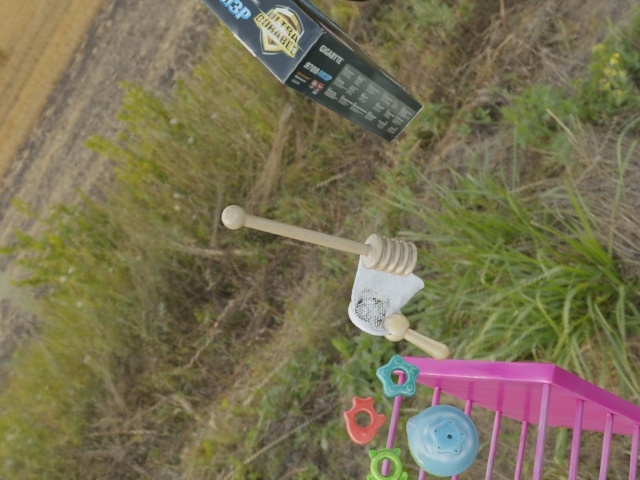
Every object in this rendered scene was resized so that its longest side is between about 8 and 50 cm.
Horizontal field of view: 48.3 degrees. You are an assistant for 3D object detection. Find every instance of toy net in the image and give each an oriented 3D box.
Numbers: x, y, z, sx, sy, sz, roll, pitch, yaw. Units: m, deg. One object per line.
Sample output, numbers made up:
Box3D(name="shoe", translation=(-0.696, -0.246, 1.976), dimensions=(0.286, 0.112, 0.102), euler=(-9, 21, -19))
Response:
Box3D(name="toy net", translation=(0.069, 0.124, 0.707), dimensions=(0.122, 0.045, 0.232), euler=(-16, 71, -6))

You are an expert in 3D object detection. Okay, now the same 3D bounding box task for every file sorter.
Box3D(name="file sorter", translation=(0.233, 0.258, 0.803), dimensions=(0.202, 0.290, 0.182), euler=(-6, 64, 47))

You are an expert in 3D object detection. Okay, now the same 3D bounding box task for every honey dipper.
Box3D(name="honey dipper", translation=(0.000, 0.000, 0.554), dimensions=(0.030, 0.160, 0.030), euler=(-168, 90, -68))

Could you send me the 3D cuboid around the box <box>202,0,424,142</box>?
Box3D(name="box", translation=(-0.018, -0.179, 0.622), dimensions=(0.051, 0.220, 0.175), euler=(-48, 67, 16))
